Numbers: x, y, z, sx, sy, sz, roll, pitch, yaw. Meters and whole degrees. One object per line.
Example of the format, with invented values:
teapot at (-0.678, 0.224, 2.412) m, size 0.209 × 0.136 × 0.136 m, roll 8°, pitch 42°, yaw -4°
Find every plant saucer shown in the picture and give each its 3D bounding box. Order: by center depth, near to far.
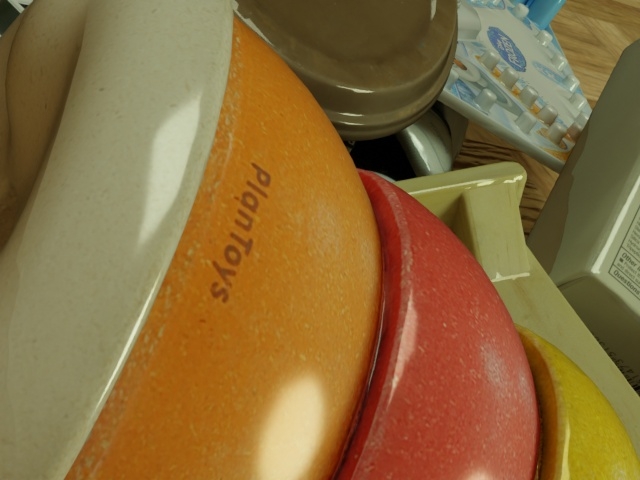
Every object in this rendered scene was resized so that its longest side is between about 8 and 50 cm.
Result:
plant saucer at (-0.008, -0.200, 1.297) m, size 0.278 × 0.041 × 0.277 m, roll 19°, pitch 55°, yaw -29°

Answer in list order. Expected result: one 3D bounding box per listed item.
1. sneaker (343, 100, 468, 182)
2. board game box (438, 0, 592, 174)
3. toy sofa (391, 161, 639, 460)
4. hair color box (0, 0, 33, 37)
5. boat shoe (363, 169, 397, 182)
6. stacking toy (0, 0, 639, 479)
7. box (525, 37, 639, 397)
sneaker at (-0.018, -0.119, 1.423) m, size 0.292 × 0.110 × 0.118 m, roll 27°, pitch 36°, yaw -11°
board game box at (0.084, -0.222, 1.557) m, size 0.390 × 0.050 × 0.390 m, roll 29°, pitch 24°, yaw -23°
toy sofa at (0.121, 0.133, 1.121) m, size 0.150 × 0.177 × 0.362 m, roll -12°, pitch 47°, yaw -24°
hair color box at (-0.269, -0.123, 1.133) m, size 0.185 × 0.113 × 0.374 m, roll 43°, pitch 29°, yaw 19°
boat shoe at (0.000, 0.000, 1.282) m, size 0.183 × 0.065 × 0.083 m, roll 1°, pitch 41°, yaw -36°
stacking toy at (0.021, 0.128, 0.804) m, size 0.480 × 0.350 × 0.350 m, roll 30°, pitch 26°, yaw -20°
box at (0.257, -0.023, 1.360) m, size 0.148 × 0.121 × 0.311 m, roll 42°, pitch 52°, yaw -12°
